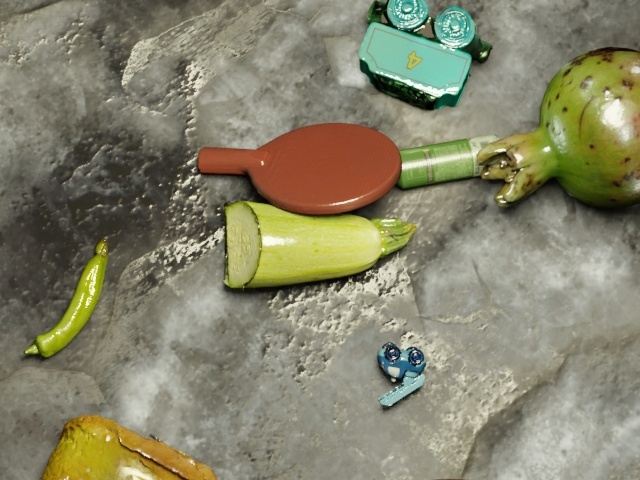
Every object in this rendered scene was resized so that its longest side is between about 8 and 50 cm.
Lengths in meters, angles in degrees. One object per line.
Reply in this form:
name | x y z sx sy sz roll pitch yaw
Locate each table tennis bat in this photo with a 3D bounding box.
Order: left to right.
table tennis bat | -0.032 -0.113 1.921 0.310 0.038 0.200 4 41 17

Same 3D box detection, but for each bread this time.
bread | -0.271 0.339 1.805 0.260 0.147 0.160 29 76 7

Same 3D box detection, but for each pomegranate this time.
pomegranate | 0.391 -0.135 1.882 0.306 0.242 0.242 -39 79 16

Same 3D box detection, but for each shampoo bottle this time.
shampoo bottle | 0.168 -0.112 1.950 0.204 0.065 0.065 -10 77 -2

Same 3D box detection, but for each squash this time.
squash | -0.001 0.011 1.891 0.287 0.137 0.137 2 77 -1

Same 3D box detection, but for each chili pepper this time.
chili pepper | -0.358 0.095 1.919 0.049 0.043 0.208 23 71 31

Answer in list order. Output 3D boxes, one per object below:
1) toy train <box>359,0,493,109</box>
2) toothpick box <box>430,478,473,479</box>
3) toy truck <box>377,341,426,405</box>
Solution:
toy train | 0.154 -0.288 1.972 0.197 0.107 0.154 22 86 6
toothpick box | 0.194 0.480 1.753 0.192 0.192 0.294 7 72 2
toy truck | 0.113 0.197 1.885 0.073 0.056 0.090 11 90 -3
